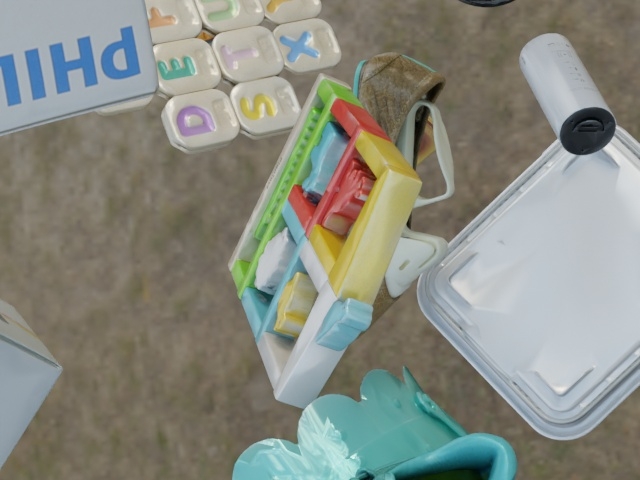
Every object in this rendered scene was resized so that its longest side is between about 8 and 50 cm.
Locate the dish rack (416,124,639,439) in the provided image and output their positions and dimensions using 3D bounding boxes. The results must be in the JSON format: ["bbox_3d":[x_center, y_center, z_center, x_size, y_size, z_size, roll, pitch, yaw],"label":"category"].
[{"bbox_3d":[0.304,0.037,1.761,0.333,0.072,0.285,-44,72,0],"label":"dish rack"}]

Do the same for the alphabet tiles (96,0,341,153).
[{"bbox_3d":[-0.123,-0.225,1.485,0.284,0.278,0.021,69,154,14],"label":"alphabet tiles"}]

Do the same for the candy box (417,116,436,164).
[{"bbox_3d":[0.053,-0.110,1.911,0.187,0.109,0.053,-41,26,16],"label":"candy box"}]

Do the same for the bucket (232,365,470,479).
[{"bbox_3d":[0.024,0.251,1.137,0.183,0.281,0.281,50,132,20],"label":"bucket"}]

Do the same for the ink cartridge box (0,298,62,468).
[{"bbox_3d":[-0.315,0.105,1.235,0.128,0.127,0.176,-58,28,0],"label":"ink cartridge box"}]

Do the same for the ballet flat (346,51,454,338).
[{"bbox_3d":[0.092,-0.044,1.734,0.124,0.116,0.342,9,96,22],"label":"ballet flat"}]

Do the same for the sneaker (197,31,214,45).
[{"bbox_3d":[-0.202,-0.222,1.714,0.083,0.215,0.084,63,-157,-62],"label":"sneaker"}]

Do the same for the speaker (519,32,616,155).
[{"bbox_3d":[0.229,-0.138,1.398,0.136,0.055,0.055,-106,33,-51],"label":"speaker"}]

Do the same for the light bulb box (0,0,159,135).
[{"bbox_3d":[-0.296,-0.248,0.886,0.358,0.225,0.361,18,121,55],"label":"light bulb box"}]

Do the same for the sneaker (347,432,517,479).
[{"bbox_3d":[0.009,0.187,0.933,0.107,0.275,0.110,51,142,29],"label":"sneaker"}]

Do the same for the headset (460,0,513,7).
[{"bbox_3d":[0.112,-0.335,1.521,0.243,0.394,0.185,14,119,45],"label":"headset"}]

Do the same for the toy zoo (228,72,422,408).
[{"bbox_3d":[0.000,0.000,1.150,0.192,0.030,0.293,-64,20,15],"label":"toy zoo"}]
